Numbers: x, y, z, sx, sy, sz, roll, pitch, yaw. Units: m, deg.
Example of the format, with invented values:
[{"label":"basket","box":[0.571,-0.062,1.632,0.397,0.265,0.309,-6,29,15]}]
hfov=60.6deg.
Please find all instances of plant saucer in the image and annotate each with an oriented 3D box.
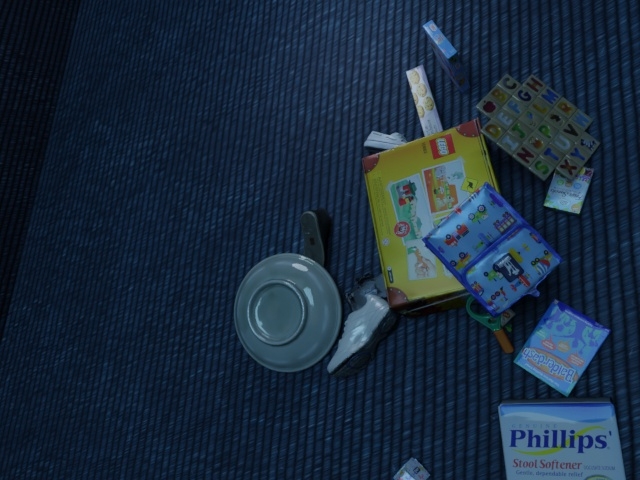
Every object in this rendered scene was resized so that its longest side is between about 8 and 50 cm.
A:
[{"label":"plant saucer","box":[-0.129,0.237,1.814,0.401,0.100,0.400,-3,82,21]}]

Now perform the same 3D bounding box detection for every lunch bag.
[{"label":"lunch bag","box":[0.444,0.037,1.406,0.221,0.138,0.293,-43,74,6]},{"label":"lunch bag","box":[0.258,0.667,1.549,0.083,0.053,0.071,-45,61,-3]}]

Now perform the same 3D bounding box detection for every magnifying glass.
[{"label":"magnifying glass","box":[0.473,0.224,1.499,0.092,0.231,0.026,-22,28,25]}]

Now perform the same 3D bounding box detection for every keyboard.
[{"label":"keyboard","box":[0.160,0.156,1.777,0.180,0.023,0.108,-31,69,14]}]

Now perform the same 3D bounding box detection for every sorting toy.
[{"label":"sorting toy","box":[0.528,0.222,1.577,0.062,0.012,0.083,-46,60,6]}]

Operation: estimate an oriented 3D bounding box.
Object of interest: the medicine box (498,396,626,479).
[{"label":"medicine box","box":[0.596,0.539,1.347,0.264,0.149,0.289,-9,79,24]}]

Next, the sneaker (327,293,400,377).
[{"label":"sneaker","box":[0.121,0.301,1.717,0.297,0.111,0.129,-50,46,0]}]

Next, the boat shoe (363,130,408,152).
[{"label":"boat shoe","box":[0.250,-0.329,1.848,0.226,0.083,0.075,18,84,31]}]

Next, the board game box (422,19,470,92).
[{"label":"board game box","box":[0.411,-0.592,1.776,0.039,0.211,0.160,-33,63,13]}]

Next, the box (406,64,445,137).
[{"label":"box","box":[0.361,-0.438,1.839,0.067,0.063,0.323,-19,67,22]}]

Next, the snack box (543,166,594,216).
[{"label":"snack box","box":[0.718,-0.149,1.584,0.100,0.037,0.141,18,83,31]}]

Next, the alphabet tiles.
[{"label":"alphabet tiles","box":[0.631,-0.335,1.592,0.342,0.011,0.285,41,70,10]}]

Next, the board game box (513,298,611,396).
[{"label":"board game box","box":[0.649,0.287,1.476,0.160,0.047,0.210,33,91,30]}]

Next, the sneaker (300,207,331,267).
[{"label":"sneaker","box":[0.000,0.000,1.880,0.083,0.118,0.222,3,105,30]}]

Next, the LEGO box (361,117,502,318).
[{"label":"LEGO box","box":[0.363,-0.058,1.642,0.373,0.193,0.500,-16,68,21]}]
